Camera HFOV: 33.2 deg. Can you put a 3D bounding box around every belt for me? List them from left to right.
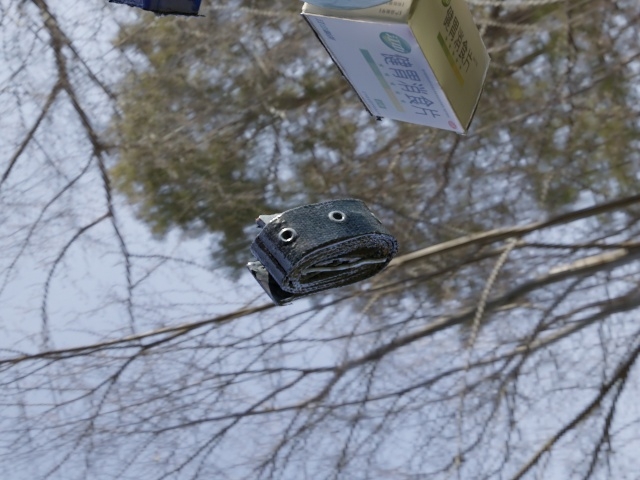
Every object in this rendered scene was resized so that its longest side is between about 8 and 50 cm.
[{"bbox_3d":[0.001,0.000,1.601,0.218,0.122,0.128,-11,-134,-35],"label":"belt"}]

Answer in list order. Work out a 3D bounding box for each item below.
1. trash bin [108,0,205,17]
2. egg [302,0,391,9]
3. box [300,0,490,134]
[{"bbox_3d":[-0.203,-0.395,1.287,0.184,0.163,0.234,-19,-56,-62],"label":"trash bin"},{"bbox_3d":[0.015,-0.244,0.672,0.168,0.168,0.230,24,-134,-32],"label":"egg"},{"bbox_3d":[0.125,-0.302,1.619,0.145,0.173,0.333,-67,-29,-14],"label":"box"}]
